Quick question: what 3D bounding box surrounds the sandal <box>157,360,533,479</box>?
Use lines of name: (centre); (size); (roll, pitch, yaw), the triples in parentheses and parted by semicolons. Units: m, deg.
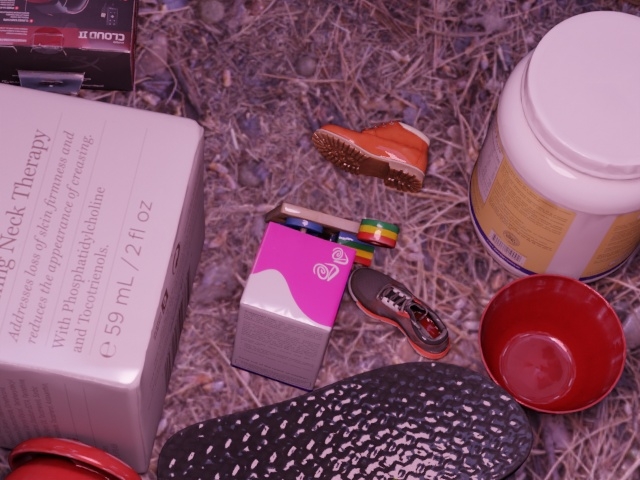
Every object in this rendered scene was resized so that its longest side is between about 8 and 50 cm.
sandal: (0.029, 0.250, 1.848); (0.445, 0.107, 0.168); (-9, 67, 5)

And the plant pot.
plant pot: (-0.288, 0.326, 1.727); (0.191, 0.191, 0.174); (18, 60, 3)

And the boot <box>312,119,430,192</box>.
boot: (0.069, -0.128, 2.038); (0.157, 0.059, 0.085); (21, 62, -5)

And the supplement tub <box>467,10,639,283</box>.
supplement tub: (0.321, -0.107, 1.897); (0.241, 0.331, 0.241); (2, 65, -5)

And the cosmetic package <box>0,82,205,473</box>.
cosmetic package: (-0.357, 0.040, 1.773); (0.393, 0.327, 0.330); (10, 65, 1)

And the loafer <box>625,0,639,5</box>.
loafer: (0.430, -0.374, 2.182); (0.148, 0.050, 0.056); (14, 65, 2)

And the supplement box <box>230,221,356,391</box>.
supplement box: (-0.036, 0.083, 1.839); (0.113, 0.220, 0.111); (18, 66, 3)

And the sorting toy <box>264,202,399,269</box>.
sorting toy: (0.000, 0.000, 1.871); (0.132, 0.274, 0.046); (16, 83, -10)

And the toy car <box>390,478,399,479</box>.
toy car: (0.086, 0.367, 1.673); (0.155, 0.188, 0.149); (45, 96, 4)

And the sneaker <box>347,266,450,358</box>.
sneaker: (0.104, 0.080, 1.938); (0.158, 0.065, 0.061); (37, 68, 11)

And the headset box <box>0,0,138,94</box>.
headset box: (-0.351, -0.327, 2.057); (0.218, 0.110, 0.293); (2, 65, -4)

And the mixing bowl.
mixing bowl: (0.277, 0.143, 1.908); (0.181, 0.098, 0.182); (2, 65, -4)
